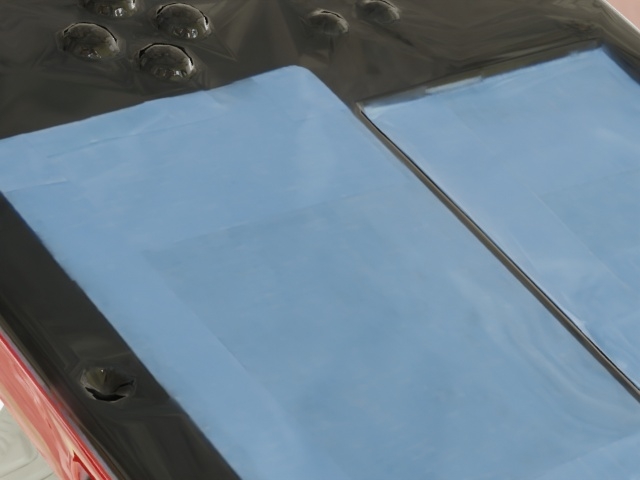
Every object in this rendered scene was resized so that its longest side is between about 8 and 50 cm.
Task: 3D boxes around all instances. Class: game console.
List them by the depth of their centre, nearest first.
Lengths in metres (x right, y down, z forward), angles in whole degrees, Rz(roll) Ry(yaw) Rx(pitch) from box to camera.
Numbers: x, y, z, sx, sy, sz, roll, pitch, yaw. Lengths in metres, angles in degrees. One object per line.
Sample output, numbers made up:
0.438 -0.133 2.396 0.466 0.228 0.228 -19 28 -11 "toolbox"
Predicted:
0.053 0.016 0.691 0.342 0.386 0.060 -21 143 -31 "game console"

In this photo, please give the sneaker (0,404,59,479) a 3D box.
-0.090 0.198 0.936 0.130 0.236 0.323 2 -131 38 "sneaker"
